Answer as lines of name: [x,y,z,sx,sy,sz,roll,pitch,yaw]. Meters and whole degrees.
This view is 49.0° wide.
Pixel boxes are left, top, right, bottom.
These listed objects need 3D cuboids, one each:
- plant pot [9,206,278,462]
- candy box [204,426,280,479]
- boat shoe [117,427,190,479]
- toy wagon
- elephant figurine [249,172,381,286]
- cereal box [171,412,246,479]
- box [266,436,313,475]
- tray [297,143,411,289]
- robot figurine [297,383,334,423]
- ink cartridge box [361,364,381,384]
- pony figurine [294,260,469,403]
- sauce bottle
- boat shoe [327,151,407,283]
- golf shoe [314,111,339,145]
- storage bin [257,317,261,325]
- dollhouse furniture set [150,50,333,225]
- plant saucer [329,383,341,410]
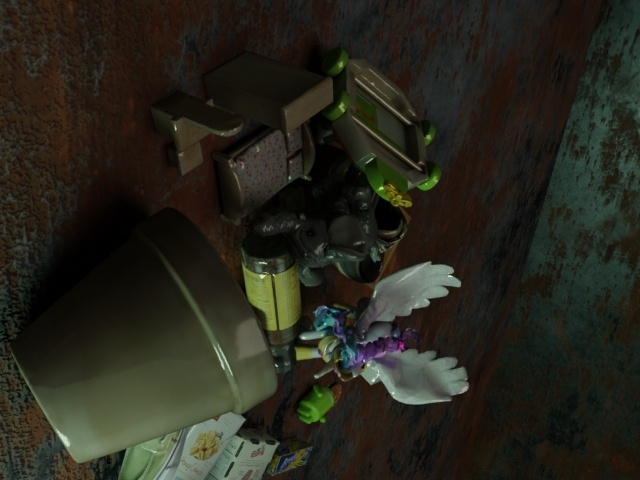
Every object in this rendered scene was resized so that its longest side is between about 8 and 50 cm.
plant pot: [-0.263,0.157,1.000,0.280,0.323,0.323,-30,139,-21]
candy box: [-0.205,0.538,1.577,0.233,0.071,0.159,-62,149,-4]
boat shoe: [-0.294,0.330,1.266,0.094,0.109,0.302,43,65,-44]
toy wagon: [0.108,-0.188,1.265,0.267,0.068,0.344,32,41,-32]
elephant figurine: [0.000,0.000,1.257,0.239,0.186,0.169,-52,158,-48]
cereal box: [-0.263,0.428,1.423,0.240,0.047,0.173,-55,150,-18]
box: [-0.090,0.546,1.784,0.169,0.059,0.054,11,101,-61]
tray: [0.072,-0.039,1.584,0.203,0.076,0.411,-62,150,-4]
robot figurine: [-0.010,0.421,1.811,0.115,0.067,0.101,-35,128,-42]
ink cartridge box: [0.132,0.300,1.889,0.090,0.143,0.092,-55,155,20]
pony figurine: [0.114,0.211,1.513,0.350,0.363,0.303,-13,96,-15]
sauce bottle: [-0.093,0.132,1.411,0.111,0.111,0.344,-40,144,-37]
boat shoe: [0.099,-0.025,1.430,0.132,0.130,0.355,-48,147,-28]
golf shoe: [0.050,-0.248,1.405,0.198,0.077,0.094,-31,158,-47]
storage bin: [-0.169,0.205,1.369,0.091,0.098,0.135,-30,137,-31]
dollhouse furniture set: [-0.087,-0.106,1.170,0.303,0.173,0.356,-41,143,-36]
plant saucer: [0.030,0.433,1.941,0.083,0.013,0.083,-40,143,-38]
